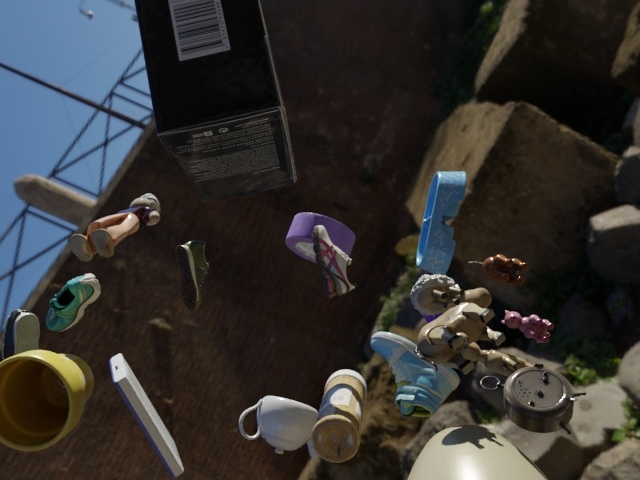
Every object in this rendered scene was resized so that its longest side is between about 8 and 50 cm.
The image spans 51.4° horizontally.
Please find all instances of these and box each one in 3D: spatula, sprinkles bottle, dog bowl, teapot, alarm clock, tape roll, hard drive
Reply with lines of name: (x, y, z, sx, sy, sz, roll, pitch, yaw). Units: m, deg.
spatula: (0.434, 0.296, 2.242, 0.084, 0.296, 0.030, -18, 42, 45)
sprinkles bottle: (0.054, 0.451, 1.749, 0.355, 0.121, 0.121, -48, -18, -80)
dog bowl: (0.324, -0.050, 1.803, 0.166, 0.074, 0.297, 108, 173, -84)
teapot: (-0.139, 0.703, 2.493, 0.252, 0.256, 0.187, 55, -133, -55)
alarm clock: (0.403, 0.298, 1.289, 0.129, 0.192, 0.064, -48, -44, -40)
tape roll: (0.000, 0.000, 1.895, 0.189, 0.189, 0.080, 117, 173, -71)
hard drive: (-0.484, 0.480, 1.839, 0.040, 0.318, 0.210, -29, 17, -15)

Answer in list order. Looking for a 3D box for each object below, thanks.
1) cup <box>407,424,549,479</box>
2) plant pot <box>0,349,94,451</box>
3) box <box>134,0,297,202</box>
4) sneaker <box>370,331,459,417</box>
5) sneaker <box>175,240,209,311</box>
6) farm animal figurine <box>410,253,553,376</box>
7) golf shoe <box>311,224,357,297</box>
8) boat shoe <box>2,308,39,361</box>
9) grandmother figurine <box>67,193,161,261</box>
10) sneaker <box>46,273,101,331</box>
cup: (0.294, 0.497, 1.271, 0.237, 0.331, 0.331, -91, 22, -59)
plant pot: (-0.751, 0.417, 1.830, 0.239, 0.254, 0.254, -32, -34, -86)
box: (-0.255, -0.411, 1.697, 0.472, 0.298, 0.479, 78, 179, -75)
sneaker: (0.261, 0.439, 2.127, 0.208, 0.319, 0.127, -50, -26, -25)
sneaker: (-0.328, 0.089, 1.773, 0.086, 0.064, 0.192, -31, -55, -48)
farm animal figurine: (0.348, 0.195, 1.497, 0.172, 0.327, 0.330, 14, 118, 61)
golf shoe: (0.031, 0.047, 1.658, 0.067, 0.086, 0.186, 112, 142, -78)
boat shoe: (-1.003, 0.378, 2.222, 0.114, 0.091, 0.302, 7, -84, -50)
grandmother figurine: (-0.524, -0.049, 1.796, 0.342, 0.208, 0.104, -64, -31, -68)
sneaker: (-0.789, 0.191, 2.052, 0.275, 0.107, 0.110, -45, -16, 32)
